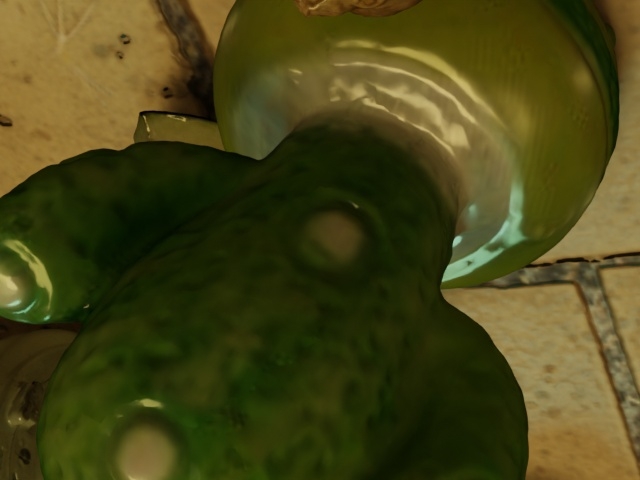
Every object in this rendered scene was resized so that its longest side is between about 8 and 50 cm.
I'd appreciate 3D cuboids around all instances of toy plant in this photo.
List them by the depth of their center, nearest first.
[{"bbox_3d":[0.000,0.000,0.531,0.224,0.316,0.184,30,136,-1],"label":"toy plant"}]

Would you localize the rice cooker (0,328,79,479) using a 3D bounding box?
[{"bbox_3d":[-0.216,0.182,0.867,0.244,0.226,0.226,-16,119,32],"label":"rice cooker"}]

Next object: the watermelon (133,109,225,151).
[{"bbox_3d":[-0.050,0.004,0.724,0.193,0.137,0.145,-5,90,31],"label":"watermelon"}]

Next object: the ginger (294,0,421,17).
[{"bbox_3d":[0.040,-0.149,0.460,0.067,0.096,0.165,36,132,20],"label":"ginger"}]
